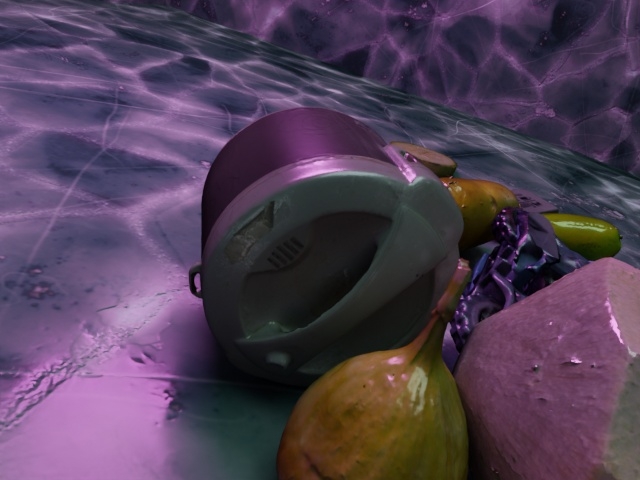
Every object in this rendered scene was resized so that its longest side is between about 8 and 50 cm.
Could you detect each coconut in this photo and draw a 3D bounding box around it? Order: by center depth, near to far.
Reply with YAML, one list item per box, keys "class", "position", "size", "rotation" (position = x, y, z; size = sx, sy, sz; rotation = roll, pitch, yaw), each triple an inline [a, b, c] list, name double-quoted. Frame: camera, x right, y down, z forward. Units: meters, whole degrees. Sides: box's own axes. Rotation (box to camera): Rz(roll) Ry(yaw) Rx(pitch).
- class: "coconut"
  position: [0.267, 0.167, 0.435]
  size: [0.309, 0.298, 0.297]
  rotation: [26, 28, 8]

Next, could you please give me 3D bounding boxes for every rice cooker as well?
- class: "rice cooker"
  position: [0.001, 0.002, 0.580]
  size: [0.288, 0.289, 0.277]
  rotation: [9, 27, -19]

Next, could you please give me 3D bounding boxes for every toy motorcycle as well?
- class: "toy motorcycle"
  position: [0.342, 0.089, 0.763]
  size: [0.232, 0.172, 0.416]
  rotation: [38, 39, 6]

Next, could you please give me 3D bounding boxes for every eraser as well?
- class: "eraser"
  position: [0.479, -0.068, 1.234]
  size: [0.352, 0.077, 0.111]
  rotation: [-8, 37, -43]

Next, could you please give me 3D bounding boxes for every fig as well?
- class: "fig"
  position: [0.068, 0.134, 0.407]
  size: [0.159, 0.257, 0.159]
  rotation: [20, 11, -4]

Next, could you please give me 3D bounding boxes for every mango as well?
- class: "mango"
  position: [0.534, 0.001, 1.100]
  size: [0.232, 0.126, 0.111]
  rotation: [0, 27, 13]

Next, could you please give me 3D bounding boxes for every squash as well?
- class: "squash"
  position: [0.311, -0.257, 1.520]
  size: [0.219, 0.041, 0.219]
  rotation: [15, 27, -8]

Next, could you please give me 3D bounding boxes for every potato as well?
- class: "potato"
  position: [0.252, -0.046, 0.957]
  size: [0.300, 0.173, 0.140]
  rotation: [-7, 76, -35]
